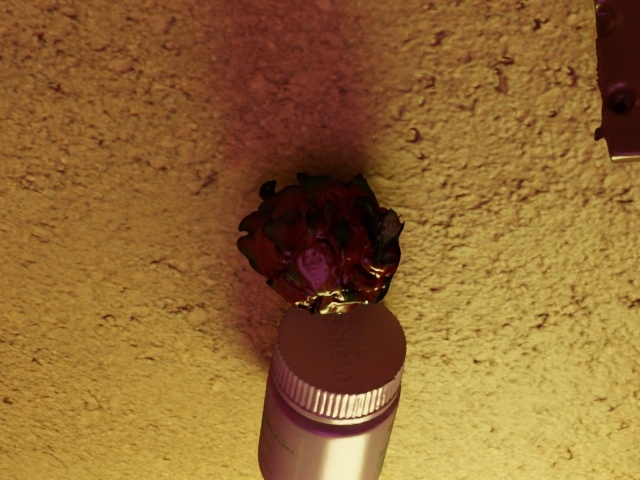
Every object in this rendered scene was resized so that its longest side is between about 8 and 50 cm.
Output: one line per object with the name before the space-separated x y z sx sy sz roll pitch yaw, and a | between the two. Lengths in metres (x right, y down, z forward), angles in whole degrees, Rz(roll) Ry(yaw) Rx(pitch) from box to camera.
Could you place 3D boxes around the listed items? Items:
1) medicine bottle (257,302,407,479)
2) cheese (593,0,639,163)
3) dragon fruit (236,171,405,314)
medicine bottle | 0.013 0.217 1.890 0.178 0.178 0.291 10 138 1
cheese | 0.340 -0.162 1.444 0.128 0.203 0.177 -6 167 13
dragon fruit | 0.004 0.004 1.663 0.182 0.188 0.182 -6 114 -13
